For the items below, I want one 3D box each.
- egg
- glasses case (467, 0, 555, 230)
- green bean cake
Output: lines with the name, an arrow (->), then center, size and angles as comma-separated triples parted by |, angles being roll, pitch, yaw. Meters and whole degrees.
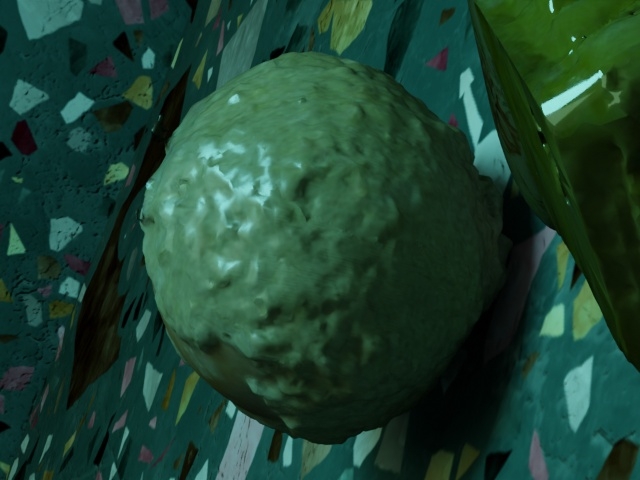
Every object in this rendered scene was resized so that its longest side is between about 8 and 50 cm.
egg -> 0.000, 0.000, 1.351 | 0.279, 0.279, 0.310 | -54, 22, 43
glasses case -> 0.128, -0.171, 1.073 | 0.425, 0.098, 0.156 | 73, -173, -51
green bean cake -> 0.173, -0.037, 0.900 | 0.124, 0.233, 0.236 | -22, 26, 3
